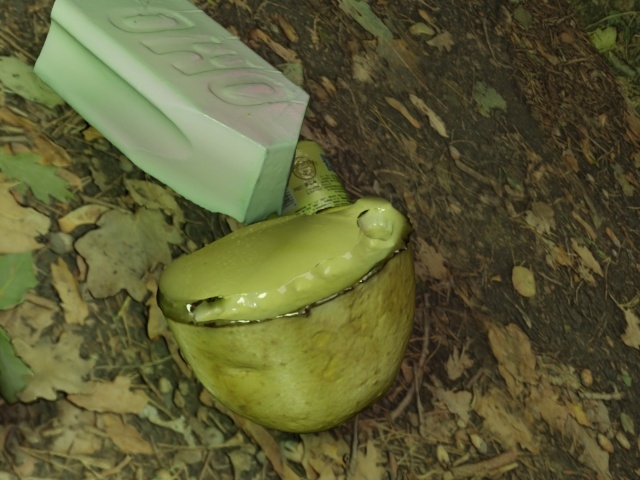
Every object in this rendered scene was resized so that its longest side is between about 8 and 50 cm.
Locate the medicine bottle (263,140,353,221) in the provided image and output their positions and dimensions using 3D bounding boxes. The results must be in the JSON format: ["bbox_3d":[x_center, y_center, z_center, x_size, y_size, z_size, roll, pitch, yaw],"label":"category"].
[{"bbox_3d":[0.000,0.000,1.279,0.124,0.124,0.239,-10,66,-48],"label":"medicine bottle"}]

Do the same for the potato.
[{"bbox_3d":[-0.017,0.095,1.097,0.285,0.242,0.242,-28,79,-33],"label":"potato"}]

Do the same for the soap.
[{"bbox_3d":[-0.155,-0.167,1.181,0.347,0.115,0.208,41,36,25],"label":"soap"}]
